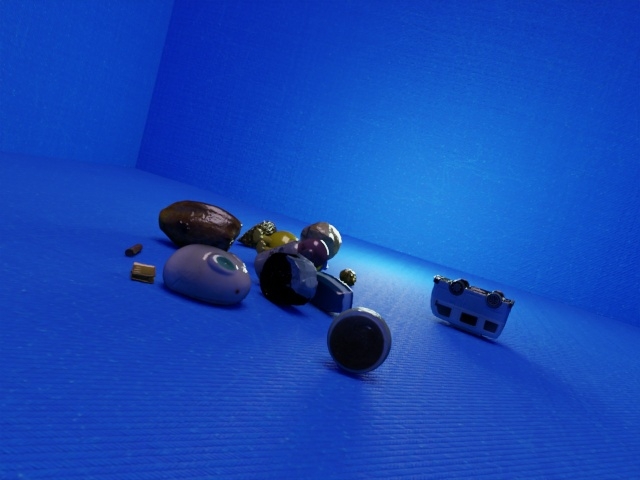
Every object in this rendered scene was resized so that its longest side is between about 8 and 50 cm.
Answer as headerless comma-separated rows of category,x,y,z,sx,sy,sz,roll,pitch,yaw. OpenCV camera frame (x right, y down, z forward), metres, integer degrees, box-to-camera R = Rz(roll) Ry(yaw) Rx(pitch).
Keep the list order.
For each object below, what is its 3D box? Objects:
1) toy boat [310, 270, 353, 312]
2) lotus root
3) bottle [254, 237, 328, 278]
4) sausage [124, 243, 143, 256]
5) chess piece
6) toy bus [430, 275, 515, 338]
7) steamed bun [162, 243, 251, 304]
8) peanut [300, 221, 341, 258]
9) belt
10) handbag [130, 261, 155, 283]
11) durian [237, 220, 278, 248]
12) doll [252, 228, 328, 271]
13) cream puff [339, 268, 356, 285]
toy boat,-0.009,0.148,1.568,0.062,0.095,0.299,-1,12,-33
lotus root,-0.434,-0.040,1.802,0.291,0.193,0.193,19,8,1
bottle,-0.085,0.060,1.575,0.234,0.109,0.110,-18,-10,29
sausage,-0.560,0.028,1.532,0.026,0.026,0.116,15,7,-6
chess piece,0.093,0.224,1.191,0.139,0.139,0.271,17,-4,7
toy bus,0.514,0.229,1.769,0.272,0.164,0.133,19,7,24
steamed bun,-0.288,0.081,1.319,0.228,0.130,0.177,16,6,13
peanut,0.004,0.005,2.191,0.159,0.174,0.340,-22,4,-15
belt,-0.089,0.107,1.444,0.078,0.151,0.199,11,2,-40
handbag,-0.460,0.084,1.320,0.061,0.027,0.083,15,9,-20
durian,-0.251,-0.015,2.216,0.139,0.144,0.252,-4,5,22
doll,-0.101,0.060,1.929,0.363,0.145,0.199,21,42,-42
cream puff,0.109,0.140,1.979,0.083,0.058,0.083,24,9,37
